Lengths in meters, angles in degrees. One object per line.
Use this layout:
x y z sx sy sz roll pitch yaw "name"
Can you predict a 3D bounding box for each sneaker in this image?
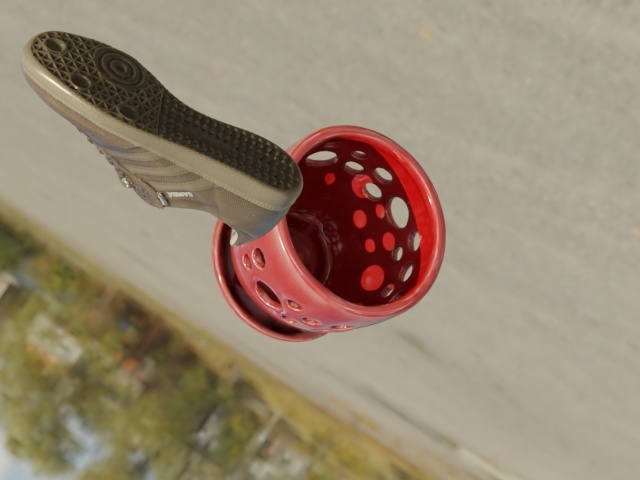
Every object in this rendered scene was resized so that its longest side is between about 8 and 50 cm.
-0.106 -0.054 1.010 0.188 0.071 0.066 30 -143 -11 "sneaker"

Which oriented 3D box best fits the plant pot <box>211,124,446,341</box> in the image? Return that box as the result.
0.000 0.000 1.613 0.191 0.191 0.174 36 152 -17 "plant pot"
